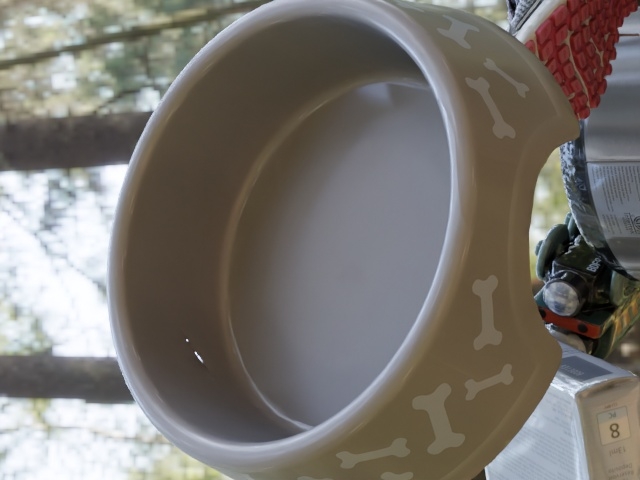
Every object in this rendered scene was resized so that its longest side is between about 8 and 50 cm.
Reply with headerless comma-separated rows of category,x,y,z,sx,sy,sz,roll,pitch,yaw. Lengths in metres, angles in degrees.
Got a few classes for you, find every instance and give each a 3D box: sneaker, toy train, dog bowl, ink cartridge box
sneaker,0.208,-0.200,1.445,0.299,0.112,0.121,-55,-40,-43
toy train,0.372,0.040,2.094,0.334,0.142,0.190,-40,-40,-48
dog bowl,0.000,0.000,1.040,0.102,0.349,0.349,20,-110,-47
ink cartridge box,0.294,0.314,1.918,0.308,0.091,0.385,-157,54,-70

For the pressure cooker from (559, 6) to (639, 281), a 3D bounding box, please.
pressure cooker,0.515,-0.116,1.754,0.370,0.420,0.375,32,-113,-45
